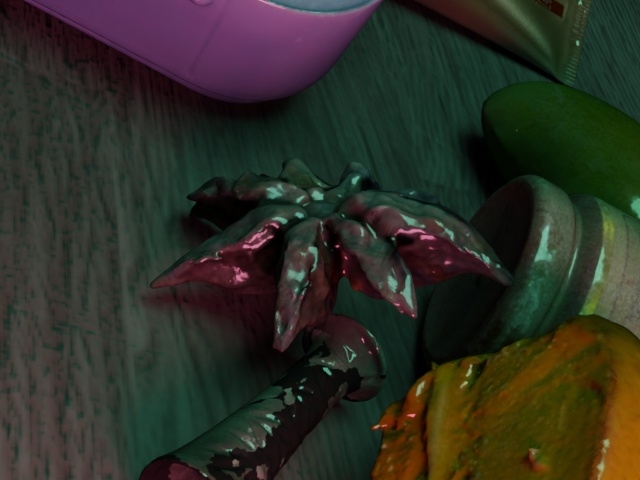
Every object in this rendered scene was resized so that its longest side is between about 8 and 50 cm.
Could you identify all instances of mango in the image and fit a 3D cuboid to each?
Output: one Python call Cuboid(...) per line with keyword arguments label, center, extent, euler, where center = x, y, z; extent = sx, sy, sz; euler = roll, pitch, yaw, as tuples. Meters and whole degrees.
Cuboid(label="mango", center=(0.221, -0.029, 0.961), extent=(0.156, 0.114, 0.251), euler=(-12, 46, -33))
Cuboid(label="mango", center=(0.124, 0.197, 0.587), extent=(0.199, 0.201, 0.350), euler=(-4, 57, -6))

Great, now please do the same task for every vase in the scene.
Cuboid(label="vase", center=(-0.025, 0.099, 0.670), extent=(0.059, 0.059, 0.167), euler=(42, 38, 7))

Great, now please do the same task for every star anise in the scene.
Cuboid(label="star anise", center=(0.000, 0.000, 0.731), extent=(0.180, 0.061, 0.204), euler=(-31, 41, -34))

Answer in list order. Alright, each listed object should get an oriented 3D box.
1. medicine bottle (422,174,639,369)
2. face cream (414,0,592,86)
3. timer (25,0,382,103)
Cuboid(label="medicine bottle", center=(0.236, 0.090, 0.807), extent=(0.322, 0.151, 0.151), euler=(27, 39, -12))
Cuboid(label="face cream", center=(0.105, -0.261, 1.124), extent=(0.341, 0.084, 0.137), euler=(20, 74, -22))
Cuboid(label="timer", center=(-0.096, -0.317, 0.882), extent=(0.394, 0.173, 0.395), euler=(11, 61, -20))
